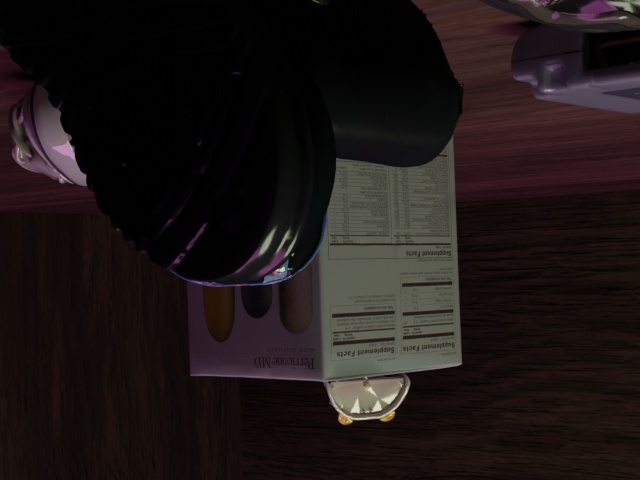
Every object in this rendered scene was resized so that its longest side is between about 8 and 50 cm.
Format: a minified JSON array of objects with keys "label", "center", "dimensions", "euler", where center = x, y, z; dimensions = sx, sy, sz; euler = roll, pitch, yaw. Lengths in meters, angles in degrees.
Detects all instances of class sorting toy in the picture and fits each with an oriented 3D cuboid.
[{"label":"sorting toy","center":[0.038,0.146,1.205],"dimensions":[0.083,0.044,0.075],"euler":[-2,-163,-13]}]

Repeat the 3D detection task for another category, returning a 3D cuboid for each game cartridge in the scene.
[{"label":"game cartridge","center":[0.301,-0.127,0.803],"dimensions":[0.294,0.060,0.196],"euler":[-3,174,41]}]

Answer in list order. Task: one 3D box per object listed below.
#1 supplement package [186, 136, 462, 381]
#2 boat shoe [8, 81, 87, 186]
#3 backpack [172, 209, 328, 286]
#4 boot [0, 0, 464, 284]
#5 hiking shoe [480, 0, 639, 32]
[{"label":"supplement package","center":[0.000,0.000,1.214],"dimensions":[0.198,0.262,0.199],"euler":[0,177,-45]},{"label":"boat shoe","center":[-0.209,-0.090,0.987],"dimensions":[0.088,0.096,0.267],"euler":[-6,-174,1]},{"label":"backpack","center":[-0.071,-0.050,0.975],"dimensions":[0.158,0.173,0.117],"euler":[-2,178,-11]},{"label":"boot","center":[-0.009,-0.066,0.514],"dimensions":[0.207,0.094,0.246],"euler":[5,-152,-40]},{"label":"hiking shoe","center":[0.069,-0.115,0.385],"dimensions":[0.227,0.086,0.114],"euler":[-1,-178,-4]}]
